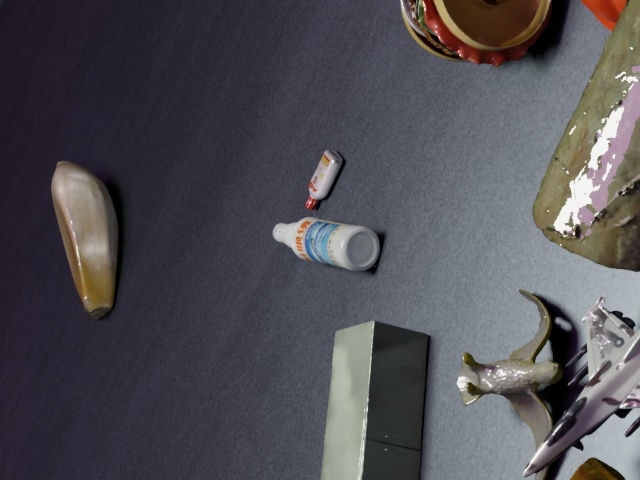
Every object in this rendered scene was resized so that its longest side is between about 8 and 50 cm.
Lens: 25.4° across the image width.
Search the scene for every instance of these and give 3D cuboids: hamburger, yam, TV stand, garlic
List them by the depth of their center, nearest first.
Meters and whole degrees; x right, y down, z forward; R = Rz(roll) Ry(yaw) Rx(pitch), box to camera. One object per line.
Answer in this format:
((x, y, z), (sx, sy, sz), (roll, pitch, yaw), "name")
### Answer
((0.312, -0.126, 1.250), (0.168, 0.168, 0.304), (45, 116, 57), "yam")
((0.168, -0.270, 1.582), (0.137, 0.175, 0.175), (162, 120, -71), "hamburger")
((0.058, 0.233, 1.596), (0.088, 0.082, 0.269), (-21, 59, 57), "TV stand")
((-0.410, -0.014, 2.484), (0.143, 0.112, 0.318), (111, 153, -60), "garlic")

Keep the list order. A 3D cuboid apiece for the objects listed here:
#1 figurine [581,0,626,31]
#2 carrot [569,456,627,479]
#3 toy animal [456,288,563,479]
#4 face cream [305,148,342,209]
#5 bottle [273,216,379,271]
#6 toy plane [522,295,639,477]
((0.295, -0.340, 1.347), (0.208, 0.181, 0.257), (63, -140, -79), "figurine")
((0.281, 0.294, 1.158), (0.114, 0.114, 0.302), (-66, 30, 14), "carrot")
((0.185, 0.139, 1.382), (0.155, 0.095, 0.219), (85, -174, -76), "toy animal")
((0.002, -0.079, 1.901), (0.083, 0.021, 0.040), (-65, 30, 17), "face cream")
((0.000, 0.000, 1.832), (0.217, 0.060, 0.060), (13, 87, 62), "bottle")
((0.272, 0.129, 1.280), (0.234, 0.082, 0.160), (-56, 41, 9), "toy plane")
